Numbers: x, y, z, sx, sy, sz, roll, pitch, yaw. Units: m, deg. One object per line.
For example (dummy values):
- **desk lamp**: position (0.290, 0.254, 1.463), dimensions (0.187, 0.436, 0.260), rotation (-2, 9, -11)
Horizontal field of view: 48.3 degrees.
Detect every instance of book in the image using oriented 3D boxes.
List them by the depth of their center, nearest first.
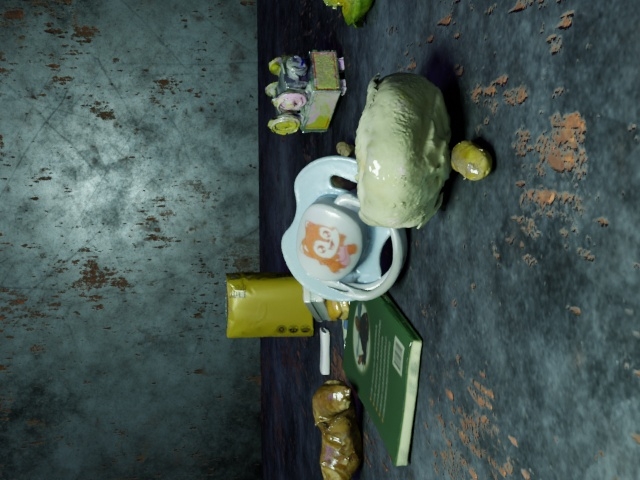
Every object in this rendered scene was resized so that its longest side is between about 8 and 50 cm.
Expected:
- **book**: position (0.117, 0.231, 1.417), dimensions (0.371, 0.043, 0.260), rotation (-123, 35, -67)

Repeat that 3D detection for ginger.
- **ginger**: position (0.068, -0.150, 1.596), dimensions (0.069, 0.051, 0.173), rotation (127, 145, -63)
- **ginger**: position (0.037, 0.420, 1.599), dimensions (0.133, 0.107, 0.309), rotation (-61, -30, -59)

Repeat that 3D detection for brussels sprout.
- **brussels sprout**: position (0.064, -0.519, 1.444), dimensions (0.181, 0.101, 0.139), rotation (105, 150, -50)

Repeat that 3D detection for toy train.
- **toy train**: position (-0.043, -0.361, 1.775), dimensions (0.261, 0.178, 0.134), rotation (117, 149, -69)

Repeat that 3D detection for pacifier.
- **pacifier**: position (0.063, -0.030, 1.370), dimensions (0.233, 0.244, 0.299), rotation (-51, -20, -57)

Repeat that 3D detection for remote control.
- **remote control**: position (-0.008, 0.132, 1.798), dimensions (0.277, 0.056, 0.102), rotation (71, -166, -73)

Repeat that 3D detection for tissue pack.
- **tissue pack**: position (-0.157, 0.196, 2.187), dimensions (0.134, 0.271, 0.192), rotation (-124, 33, -77)

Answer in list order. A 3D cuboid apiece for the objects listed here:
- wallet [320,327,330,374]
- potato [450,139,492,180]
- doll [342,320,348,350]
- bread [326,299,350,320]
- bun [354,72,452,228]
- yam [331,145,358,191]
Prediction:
- **wallet**: position (0.011, 0.306, 1.975), dimensions (0.061, 0.025, 0.122), rotation (-152, 61, -75)
- **potato**: position (0.199, -0.109, 0.953), dimensions (0.046, 0.045, 0.092), rotation (54, -177, -21)
- **doll**: position (0.065, 0.219, 1.692), dimensions (0.037, 0.027, 0.125), rotation (94, 169, -62)
- **bread**: position (0.048, 0.084, 1.661), dimensions (0.116, 0.077, 0.200), rotation (100, 166, -75)
- **bun**: position (0.125, -0.125, 1.051), dimensions (0.239, 0.142, 0.238), rotation (6, -90, -79)
- **yam**: position (0.042, -0.107, 1.512), dimensions (0.071, 0.067, 0.317), rotation (44, 141, 4)
